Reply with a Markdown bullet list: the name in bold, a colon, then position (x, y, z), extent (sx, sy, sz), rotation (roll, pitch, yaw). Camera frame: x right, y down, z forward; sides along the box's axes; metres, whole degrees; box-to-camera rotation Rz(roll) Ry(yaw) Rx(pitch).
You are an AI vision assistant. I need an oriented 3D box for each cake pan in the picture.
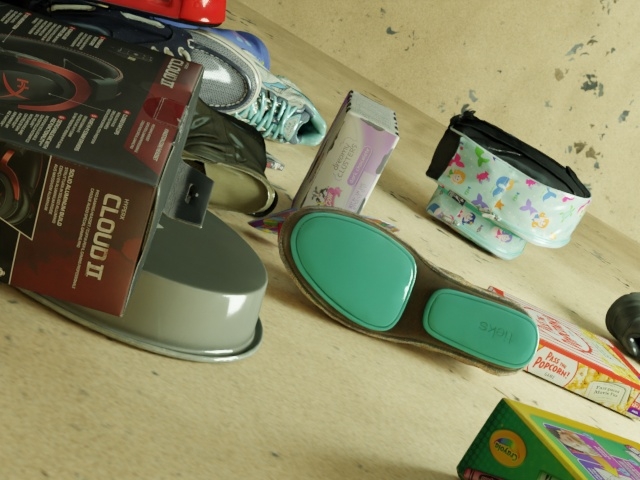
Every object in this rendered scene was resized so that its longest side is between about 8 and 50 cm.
- **cake pan**: position (-0.167, -0.002, 0.985), extent (0.293, 0.054, 0.293), rotation (28, 14, -8)

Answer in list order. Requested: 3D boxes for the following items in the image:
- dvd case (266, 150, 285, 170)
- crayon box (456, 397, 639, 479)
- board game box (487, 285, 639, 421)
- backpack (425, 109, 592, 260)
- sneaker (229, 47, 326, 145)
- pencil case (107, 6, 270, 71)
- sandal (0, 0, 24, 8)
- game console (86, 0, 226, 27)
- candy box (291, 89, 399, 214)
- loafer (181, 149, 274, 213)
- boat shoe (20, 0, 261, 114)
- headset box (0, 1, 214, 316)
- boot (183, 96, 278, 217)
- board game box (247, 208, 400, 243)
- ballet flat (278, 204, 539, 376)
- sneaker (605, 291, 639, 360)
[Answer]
- **dvd case**: position (-0.114, -0.130, 1.639), extent (0.087, 0.013, 0.119), rotation (38, 17, 32)
- **crayon box**: position (0.241, 0.239, 0.881), extent (0.165, 0.081, 0.278), rotation (21, 16, -31)
- **board game box**: position (0.296, 0.136, 1.441), extent (0.193, 0.045, 0.147), rotation (24, 14, -20)
- **backpack**: position (0.306, -0.078, 1.925), extent (0.253, 0.191, 0.225), rotation (25, 15, 13)
- **sneaker**: position (-0.080, -0.207, 1.791), extent (0.122, 0.110, 0.283), rotation (40, 17, 26)
- **pencil case**: position (-0.210, -0.290, 1.799), extent (0.133, 0.119, 0.306), rotation (25, 10, 32)
- **sandal**: position (-0.455, -0.348, 1.643), extent (0.097, 0.054, 0.254), rotation (32, 14, 12)
- **game console**: position (-0.326, -0.372, 1.609), extent (0.386, 0.060, 0.342), rotation (12, 14, -14)
- **candy box**: position (0.027, -0.086, 1.442), extent (0.070, 0.165, 0.196), rotation (27, 14, -5)
- **loafer**: position (-0.121, -0.062, 1.299), extent (0.148, 0.056, 0.050), rotation (16, 17, -12)
- **boat shoe**: position (-0.225, -0.222, 1.552), extent (0.340, 0.127, 0.158), rotation (13, 23, -23)
- **headset box**: position (-0.217, -0.075, 0.831), extent (0.293, 0.110, 0.218), rotation (16, 29, -7)
- **boot**: position (-0.161, -0.121, 1.384), extent (0.246, 0.083, 0.161), rotation (24, 20, -17)
- **board game box**: position (0.000, 0.000, 1.277), extent (0.133, 0.033, 0.169), rotation (11, -13, -29)
- **ballet flat**: position (0.078, 0.058, 1.217), extent (0.316, 0.107, 0.106), rotation (30, -7, -20)
- **sneaker**: position (0.556, 0.180, 1.735), extent (0.286, 0.109, 0.130), rotation (20, 20, -1)
